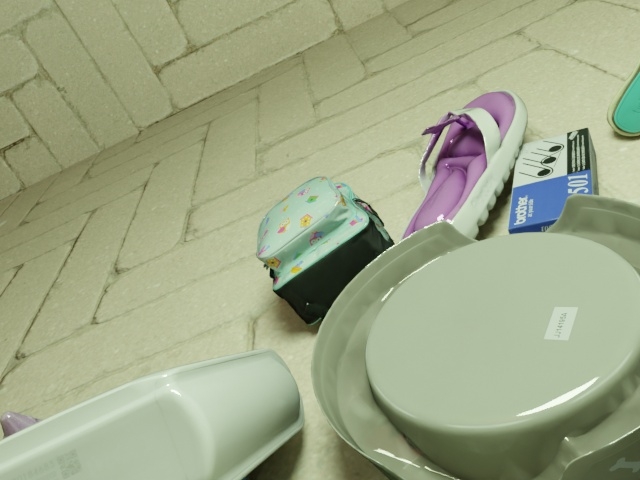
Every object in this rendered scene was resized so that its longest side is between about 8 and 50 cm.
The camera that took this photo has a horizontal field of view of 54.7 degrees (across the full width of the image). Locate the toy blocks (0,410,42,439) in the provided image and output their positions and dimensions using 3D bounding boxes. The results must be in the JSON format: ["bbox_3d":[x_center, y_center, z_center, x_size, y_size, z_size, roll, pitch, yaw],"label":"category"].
[{"bbox_3d":[-0.495,0.273,0.689,0.288,0.260,0.309,-25,27,6],"label":"toy blocks"}]

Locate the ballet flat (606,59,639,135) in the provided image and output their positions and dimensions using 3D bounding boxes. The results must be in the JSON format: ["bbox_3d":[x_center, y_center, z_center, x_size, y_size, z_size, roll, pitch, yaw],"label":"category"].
[{"bbox_3d":[0.466,-0.251,0.808,0.086,0.086,0.248,-79,16,-57],"label":"ballet flat"}]

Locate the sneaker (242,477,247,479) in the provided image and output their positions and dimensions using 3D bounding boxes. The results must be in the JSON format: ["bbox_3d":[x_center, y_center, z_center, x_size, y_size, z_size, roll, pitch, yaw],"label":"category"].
[{"bbox_3d":[-0.117,0.281,0.550,0.240,0.091,0.126,-13,12,27],"label":"sneaker"}]

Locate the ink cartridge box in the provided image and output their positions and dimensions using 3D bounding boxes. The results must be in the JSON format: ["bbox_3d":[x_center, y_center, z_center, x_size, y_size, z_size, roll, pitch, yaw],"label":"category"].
[{"bbox_3d":[0.298,-0.066,0.786,0.097,0.046,0.207,-13,31,30],"label":"ink cartridge box"}]

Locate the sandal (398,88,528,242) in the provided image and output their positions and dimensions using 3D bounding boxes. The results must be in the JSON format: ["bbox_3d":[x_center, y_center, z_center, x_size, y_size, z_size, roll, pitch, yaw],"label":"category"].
[{"bbox_3d":[0.195,-0.127,0.880,0.169,0.102,0.416,-32,21,38],"label":"sandal"}]

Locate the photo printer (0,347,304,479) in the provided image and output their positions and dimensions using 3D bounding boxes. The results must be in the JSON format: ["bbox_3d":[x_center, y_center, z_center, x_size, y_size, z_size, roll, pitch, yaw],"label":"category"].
[{"bbox_3d":[-0.154,0.189,0.556,0.256,0.107,0.307,-26,-11,8],"label":"photo printer"}]

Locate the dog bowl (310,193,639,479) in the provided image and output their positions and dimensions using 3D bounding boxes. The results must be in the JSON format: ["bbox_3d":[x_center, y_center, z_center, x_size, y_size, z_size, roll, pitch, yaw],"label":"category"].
[{"bbox_3d":[0.169,0.096,0.565,0.348,0.102,0.349,-22,29,12],"label":"dog bowl"}]

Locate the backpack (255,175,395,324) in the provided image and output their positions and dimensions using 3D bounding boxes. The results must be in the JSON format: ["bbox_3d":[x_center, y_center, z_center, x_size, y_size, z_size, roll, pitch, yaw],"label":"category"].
[{"bbox_3d":[0.000,0.000,0.837,0.166,0.144,0.188,-39,17,9],"label":"backpack"}]
